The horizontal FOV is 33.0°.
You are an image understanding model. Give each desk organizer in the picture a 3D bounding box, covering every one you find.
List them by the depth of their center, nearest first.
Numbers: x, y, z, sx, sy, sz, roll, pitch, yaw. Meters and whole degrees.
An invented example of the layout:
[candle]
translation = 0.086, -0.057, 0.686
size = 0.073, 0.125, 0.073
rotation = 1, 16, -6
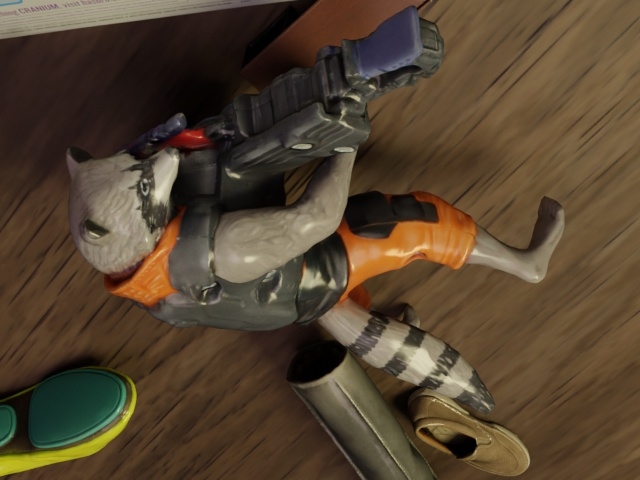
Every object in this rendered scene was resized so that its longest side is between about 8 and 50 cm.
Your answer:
[desk organizer]
translation = 0.009, -0.143, 0.715
size = 0.130, 0.047, 0.050
rotation = -38, 115, 27

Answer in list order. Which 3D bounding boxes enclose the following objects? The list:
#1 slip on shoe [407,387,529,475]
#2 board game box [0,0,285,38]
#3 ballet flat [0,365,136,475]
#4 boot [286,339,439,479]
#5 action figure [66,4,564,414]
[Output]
[slip on shoe]
translation = 0.132, 0.179, 0.957
size = 0.135, 0.041, 0.051
rotation = 38, 120, -23
[board game box]
translation = -0.137, -0.206, 0.548
size = 0.242, 0.064, 0.316
rotation = -6, 166, 7
[ballet flat]
translation = -0.247, 0.168, 0.958
size = 0.231, 0.077, 0.077
rotation = -18, 146, 19
[boot]
translation = 0.043, 0.179, 0.929
size = 0.208, 0.076, 0.189
rotation = 46, 162, -9
[action figure]
translation = 0.000, 0.000, 0.696
size = 0.330, 0.178, 0.341
rotation = 13, 159, -27
